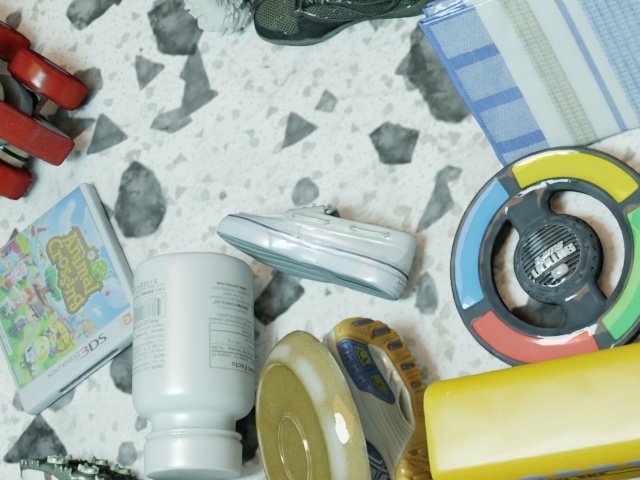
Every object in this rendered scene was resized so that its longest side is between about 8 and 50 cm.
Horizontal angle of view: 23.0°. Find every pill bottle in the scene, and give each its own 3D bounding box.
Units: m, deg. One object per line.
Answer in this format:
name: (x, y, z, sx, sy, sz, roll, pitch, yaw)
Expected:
pill bottle: (-0.135, 0.137, 1.678, 0.131, 0.131, 0.229, -11, 70, 28)

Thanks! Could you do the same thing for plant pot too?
plant pot: (-0.015, 0.207, 1.556, 0.236, 0.032, 0.236, 170, 90, -68)

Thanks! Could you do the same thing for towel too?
towel: (0.261, -0.191, 1.515, 0.285, 0.209, 0.034, -19, 31, 26)

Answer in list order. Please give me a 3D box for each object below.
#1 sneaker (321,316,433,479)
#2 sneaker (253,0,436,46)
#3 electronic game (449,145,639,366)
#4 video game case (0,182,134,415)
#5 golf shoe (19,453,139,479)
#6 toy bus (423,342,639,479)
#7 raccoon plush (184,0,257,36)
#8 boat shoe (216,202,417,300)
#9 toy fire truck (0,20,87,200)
sneaker: (0.069, 0.226, 1.564, 0.131, 0.112, 0.296, -46, 57, 37)
sneaker: (0.006, -0.279, 1.718, 0.227, 0.130, 0.087, -7, 71, 31)
electronic game: (0.232, 0.018, 1.543, 0.229, 0.048, 0.229, -9, 71, 28)
video game case: (-0.309, 0.068, 1.868, 0.193, 0.023, 0.212, -36, 60, 17)
golf shoe: (-0.230, 0.304, 1.707, 0.273, 0.105, 0.120, 14, 90, 34)
toy bus: (0.272, 0.157, 1.429, 0.333, 0.130, 0.108, -14, 69, 27)
raccoon plush: (-0.020, -0.482, 1.808, 0.216, 0.299, 0.446, 43, 132, 18)
boat shoe: (0.000, 0.000, 1.679, 0.226, 0.083, 0.076, 19, 74, 22)
toy fire truck: (-0.443, -0.191, 1.885, 0.302, 0.254, 0.169, 37, 96, 33)
